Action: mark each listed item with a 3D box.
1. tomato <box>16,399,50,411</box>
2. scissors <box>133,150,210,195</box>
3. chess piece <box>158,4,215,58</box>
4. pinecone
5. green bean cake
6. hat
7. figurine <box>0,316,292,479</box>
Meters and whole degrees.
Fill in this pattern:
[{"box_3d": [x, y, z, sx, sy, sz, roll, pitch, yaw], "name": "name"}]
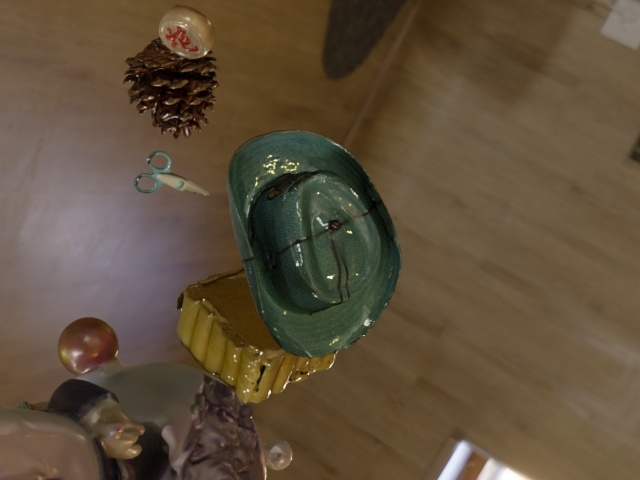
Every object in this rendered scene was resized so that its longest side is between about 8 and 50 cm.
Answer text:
[{"box_3d": [-0.438, 0.403, 1.596, 0.317, 0.316, 0.282, -46, 123, -36], "name": "tomato"}, {"box_3d": [-0.181, -0.073, 1.251, 0.119, 0.014, 0.058, 24, 101, -52], "name": "scissors"}, {"box_3d": [-0.194, -0.303, 1.463, 0.084, 0.083, 0.038, 91, 23, -58], "name": "chess piece"}, {"box_3d": [-0.238, -0.249, 1.635, 0.173, 0.173, 0.173, -51, 160, -26], "name": "pinecone"}, {"box_3d": [-0.104, 0.149, 1.679, 0.224, 0.229, 0.131, -19, 137, -41], "name": "green bean cake"}, {"box_3d": [0.000, 0.000, 0.794, 0.138, 0.191, 0.078, -26, -173, -27], "name": "hat"}, {"box_3d": [-0.123, 0.128, 0.585, 0.274, 0.133, 0.194, 54, 28, -51], "name": "figurine"}]
